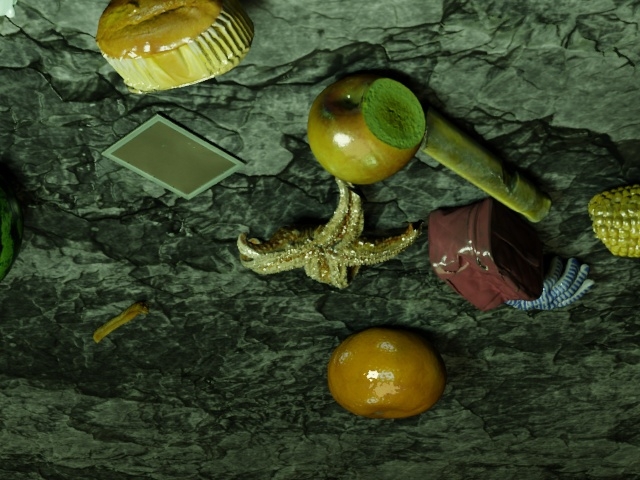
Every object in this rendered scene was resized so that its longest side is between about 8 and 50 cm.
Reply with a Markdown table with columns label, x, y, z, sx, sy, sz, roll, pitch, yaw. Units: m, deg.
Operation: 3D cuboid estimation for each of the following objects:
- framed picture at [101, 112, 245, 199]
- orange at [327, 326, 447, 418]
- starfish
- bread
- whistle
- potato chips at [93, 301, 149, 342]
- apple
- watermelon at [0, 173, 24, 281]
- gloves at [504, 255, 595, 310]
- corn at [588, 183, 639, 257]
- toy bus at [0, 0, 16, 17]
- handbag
| label | x | y | z | sx | sy | sz | roll | pitch | yaw |
| --- | --- | --- | --- | --- | --- | --- | --- | --- | --- |
| framed picture | -0.232 | -0.132 | 1.795 | 0.142 | 0.011 | 0.183 | -28 | 139 | 36 |
| orange | 0.133 | 0.263 | 2.274 | 0.240 | 0.171 | 0.240 | 1 | 155 | 1 |
| starfish | -0.002 | -0.004 | 1.917 | 0.312 | 0.113 | 0.303 | 4 | 151 | -24 |
| bread | -0.192 | -0.273 | 1.463 | 0.190 | 0.132 | 0.114 | -15 | 143 | 18 |
| whistle | 0.248 | -0.116 | 1.785 | 0.326 | 0.057 | 0.068 | 28 | 138 | -37 |
| potato chips | -0.393 | 0.158 | 2.231 | 0.026 | 0.037 | 0.204 | 33 | 141 | -27 |
| apple | 0.061 | -0.162 | 1.632 | 0.163 | 0.146 | 0.147 | -15 | 140 | 25 |
| watermelon | -0.598 | -0.016 | 1.758 | 0.268 | 0.269 | 0.269 | 0 | 148 | 0 |
| gloves | 0.391 | 0.082 | 2.081 | 0.229 | 0.097 | 0.119 | -6 | 178 | 0 |
| corn | 0.636 | -0.038 | 1.843 | 0.387 | 0.144 | 0.144 | -5 | 147 | 13 |
| toy bus | -0.377 | -0.385 | 1.252 | 0.133 | 0.165 | 0.276 | 8 | 147 | -15 |
| handbag | 0.287 | 0.024 | 1.927 | 0.135 | 0.146 | 0.225 | -15 | 146 | 31 |
